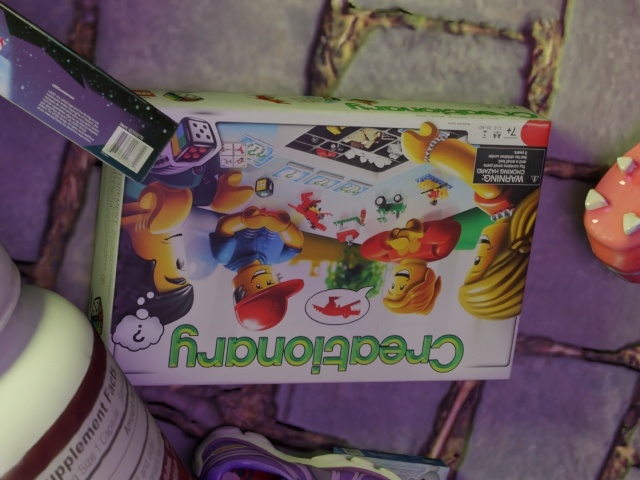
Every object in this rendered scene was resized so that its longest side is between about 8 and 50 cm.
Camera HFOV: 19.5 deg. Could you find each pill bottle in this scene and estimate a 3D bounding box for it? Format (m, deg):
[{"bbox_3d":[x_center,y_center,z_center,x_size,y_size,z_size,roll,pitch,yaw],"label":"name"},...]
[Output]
[{"bbox_3d":[-0.196,0.171,1.145,0.224,0.224,0.392,-34,116,-8],"label":"pill bottle"}]

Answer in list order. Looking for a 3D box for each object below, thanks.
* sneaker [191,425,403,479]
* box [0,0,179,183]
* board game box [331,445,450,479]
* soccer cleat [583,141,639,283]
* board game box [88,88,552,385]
[{"bbox_3d":[-0.009,0.186,1.296,0.170,0.071,0.068,16,102,-13],"label":"sneaker"},{"bbox_3d":[-0.206,-0.126,1.081,0.233,0.159,0.044,34,91,-28],"label":"box"},{"bbox_3d":[0.041,0.200,1.364,0.090,0.020,0.090,10,102,-24],"label":"board game box"},{"bbox_3d":[0.288,-0.073,1.353,0.248,0.083,0.095,-46,147,-8],"label":"soccer cleat"},{"bbox_3d":[0.000,0.000,1.264,0.305,0.053,0.193,0,107,-22],"label":"board game box"}]
